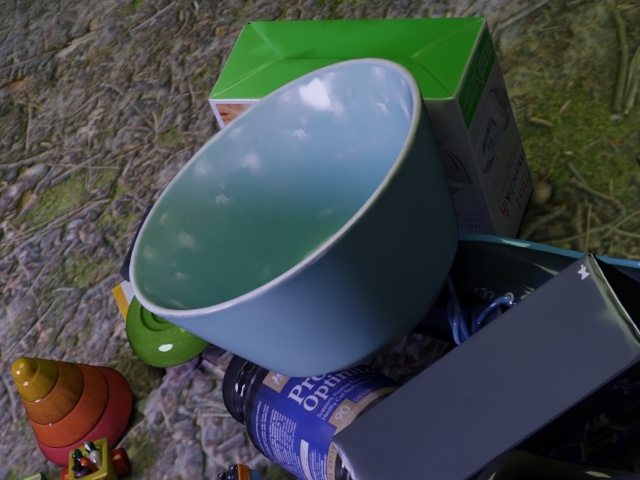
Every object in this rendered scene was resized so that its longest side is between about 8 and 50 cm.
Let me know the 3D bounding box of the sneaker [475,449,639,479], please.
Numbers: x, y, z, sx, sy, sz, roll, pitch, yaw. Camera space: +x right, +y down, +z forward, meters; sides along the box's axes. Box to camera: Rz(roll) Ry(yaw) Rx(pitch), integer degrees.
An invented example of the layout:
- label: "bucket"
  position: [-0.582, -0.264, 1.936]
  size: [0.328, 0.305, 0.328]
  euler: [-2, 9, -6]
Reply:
- label: "sneaker"
  position: [0.286, 0.274, 1.201]
  size: [0.482, 0.202, 0.185]
  euler: [14, 57, 39]

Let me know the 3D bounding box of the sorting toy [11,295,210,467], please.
- label: "sorting toy"
  position: [-0.195, 0.069, 1.831]
  size: [0.365, 0.126, 0.127]
  euler: [-46, 46, -3]

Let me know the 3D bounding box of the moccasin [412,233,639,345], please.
- label: "moccasin"
  position: [0.182, 0.071, 1.580]
  size: [0.342, 0.138, 0.117]
  euler: [2, 53, 40]

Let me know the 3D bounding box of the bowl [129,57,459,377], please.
- label: "bowl"
  position: [0.000, 0.000, 1.557]
  size: [0.311, 0.163, 0.311]
  euler: [-29, 32, 20]

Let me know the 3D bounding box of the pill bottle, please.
- label: "pill bottle"
  position: [0.006, 0.165, 1.615]
  size: [0.123, 0.123, 0.219]
  euler: [-46, 38, -16]

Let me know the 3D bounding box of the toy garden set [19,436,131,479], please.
- label: "toy garden set"
  position: [-0.293, 0.281, 1.708]
  size: [0.203, 0.049, 0.244]
  euler: [-21, 21, 5]

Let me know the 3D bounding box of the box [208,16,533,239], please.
- label: "box"
  position: [0.056, -0.100, 1.750]
  size: [0.262, 0.231, 0.127]
  euler: [3, 47, 24]

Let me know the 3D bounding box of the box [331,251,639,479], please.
- label: "box"
  position: [0.168, 0.138, 1.414]
  size: [0.261, 0.184, 0.103]
  euler: [-38, 61, 17]

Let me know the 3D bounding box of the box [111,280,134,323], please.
- label: "box"
  position: [-0.164, 0.047, 1.960]
  size: [0.136, 0.028, 0.081]
  euler: [-31, 36, 0]

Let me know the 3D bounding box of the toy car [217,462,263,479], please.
- label: "toy car"
  position: [-0.066, 0.265, 1.645]
  size: [0.040, 0.060, 0.122]
  euler: [3, 51, -23]

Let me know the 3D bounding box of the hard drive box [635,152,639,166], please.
- label: "hard drive box"
  position: [0.399, -0.068, 1.520]
  size: [0.181, 0.089, 0.232]
  euler: [-28, 10, 0]

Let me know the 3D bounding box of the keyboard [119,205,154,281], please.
- label: "keyboard"
  position: [-0.060, -0.034, 1.943]
  size: [0.317, 0.033, 0.201]
  euler: [-3, 41, 26]
